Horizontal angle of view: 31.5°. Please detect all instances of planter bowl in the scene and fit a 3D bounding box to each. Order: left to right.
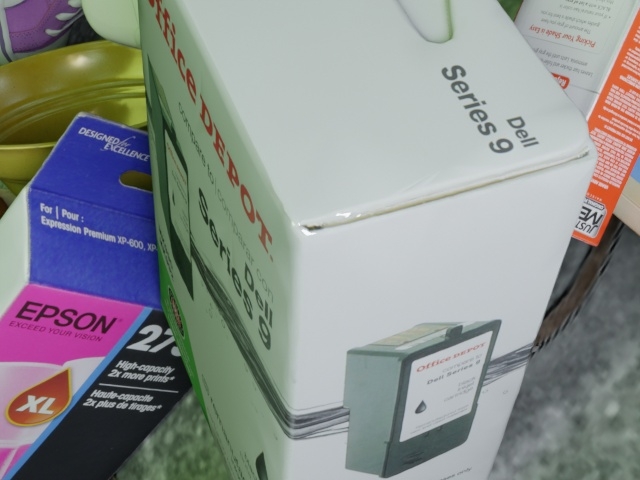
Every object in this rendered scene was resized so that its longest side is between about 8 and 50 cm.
[{"bbox_3d":[-0.157,-0.070,0.809,0.217,0.217,0.090,23,130,45],"label":"planter bowl"}]

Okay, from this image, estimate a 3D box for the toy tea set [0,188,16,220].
[{"bbox_3d":[-0.322,0.115,0.943,0.200,0.124,0.336,31,82,11],"label":"toy tea set"}]

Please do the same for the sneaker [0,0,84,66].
[{"bbox_3d":[-0.175,-0.216,0.894,0.102,0.161,0.282,-60,-4,-42],"label":"sneaker"}]

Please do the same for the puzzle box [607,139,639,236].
[{"bbox_3d":[0.254,-0.071,0.433,0.272,0.052,0.409,-57,40,16],"label":"puzzle box"}]

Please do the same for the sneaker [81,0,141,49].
[{"bbox_3d":[-0.075,-0.175,0.733,0.290,0.123,0.106,-3,109,38],"label":"sneaker"}]

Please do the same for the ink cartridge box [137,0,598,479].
[{"bbox_3d":[0.000,0.000,0.541,0.289,0.121,0.211,94,155,-49],"label":"ink cartridge box"}]

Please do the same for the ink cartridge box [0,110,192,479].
[{"bbox_3d":[-0.178,0.087,0.757,0.371,0.176,0.069,-50,49,22],"label":"ink cartridge box"}]

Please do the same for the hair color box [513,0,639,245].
[{"bbox_3d":[0.119,-0.077,0.520,0.072,0.043,0.141,32,100,52],"label":"hair color box"}]
